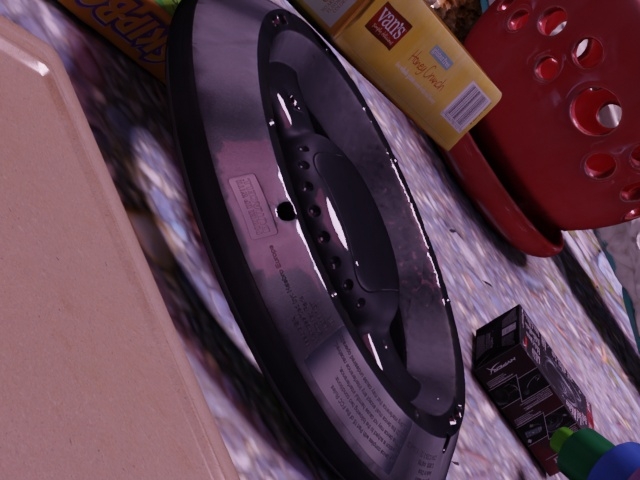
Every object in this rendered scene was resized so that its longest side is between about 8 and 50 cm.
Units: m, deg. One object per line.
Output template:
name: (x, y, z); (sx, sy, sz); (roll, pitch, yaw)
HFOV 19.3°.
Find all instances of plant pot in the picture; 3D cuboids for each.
plant pot: (0.173, -0.091, 1.283); (0.191, 0.174, 0.191); (52, 15, -20)

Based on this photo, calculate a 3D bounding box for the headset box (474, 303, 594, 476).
headset box: (0.120, 0.085, 1.029); (0.083, 0.032, 0.062); (55, 15, -13)

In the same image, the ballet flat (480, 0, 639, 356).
ballet flat: (0.265, -0.044, 1.438); (0.409, 0.147, 0.147); (65, 14, -6)

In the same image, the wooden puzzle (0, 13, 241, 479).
wooden puzzle: (-0.098, 0.004, 0.487); (0.221, 0.044, 0.239); (65, 12, 27)

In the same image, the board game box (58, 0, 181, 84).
board game box: (-0.124, -0.159, 0.736); (0.259, 0.039, 0.124); (41, 23, -56)

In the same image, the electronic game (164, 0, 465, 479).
electronic game: (0.000, 0.000, 0.772); (0.229, 0.048, 0.229); (58, 18, -31)

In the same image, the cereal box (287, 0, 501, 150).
cereal box: (-0.023, -0.158, 0.927); (0.240, 0.047, 0.173); (47, 6, 26)

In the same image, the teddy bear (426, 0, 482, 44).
teddy bear: (0.146, -0.207, 1.566); (0.338, 0.113, 0.245); (42, 23, -45)

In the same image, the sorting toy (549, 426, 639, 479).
sorting toy: (0.223, 0.195, 1.050); (0.126, 0.127, 0.365); (38, -5, 46)
